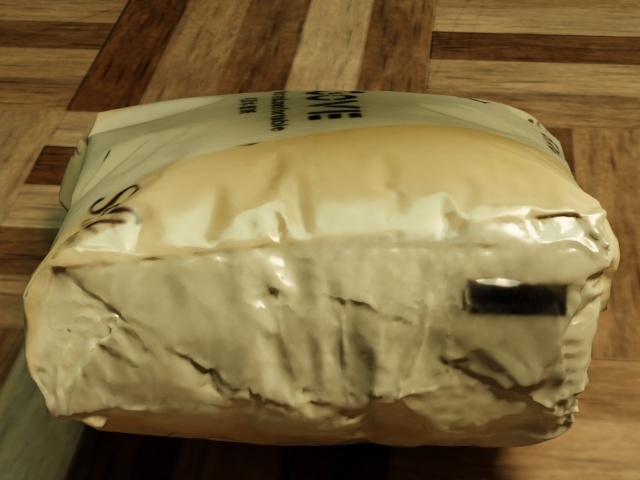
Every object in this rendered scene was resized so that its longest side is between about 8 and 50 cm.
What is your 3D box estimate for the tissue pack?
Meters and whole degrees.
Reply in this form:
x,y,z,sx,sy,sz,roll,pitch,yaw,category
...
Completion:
x,y,z,sx,sy,sz,roll,pitch,yaw,category
0.000,0.000,0.908,0.390,0.195,0.375,-3,21,-2,tissue pack
